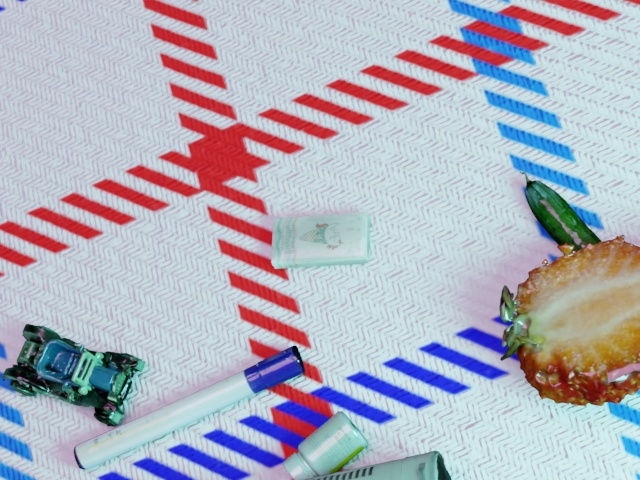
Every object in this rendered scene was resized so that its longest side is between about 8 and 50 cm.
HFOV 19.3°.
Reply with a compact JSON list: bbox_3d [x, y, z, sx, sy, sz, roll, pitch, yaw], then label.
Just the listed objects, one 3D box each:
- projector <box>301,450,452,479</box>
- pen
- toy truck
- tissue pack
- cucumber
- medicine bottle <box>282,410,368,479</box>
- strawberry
[{"bbox_3d":[-0.031,0.295,1.888,0.338,0.108,0.108,-13,67,12],"label":"projector"},{"bbox_3d":[-0.141,0.180,2.007,0.269,0.033,0.033,-25,65,7],"label":"pen"},{"bbox_3d":[-0.275,0.140,2.040,0.154,0.078,0.080,16,74,23],"label":"toy truck"},{"bbox_3d":[0.000,0.000,2.035,0.108,0.023,0.056,-5,69,15],"label":"tissue pack"},{"bbox_3d":[0.259,-0.008,1.948,0.039,0.039,0.168,-41,67,0],"label":"cucumber"},{"bbox_3d":[0.005,0.218,1.938,0.083,0.047,0.047,-41,64,0],"label":"medicine bottle"},{"bbox_3d":[0.300,0.090,1.862,0.236,0.106,0.175,1,60,21],"label":"strawberry"}]
